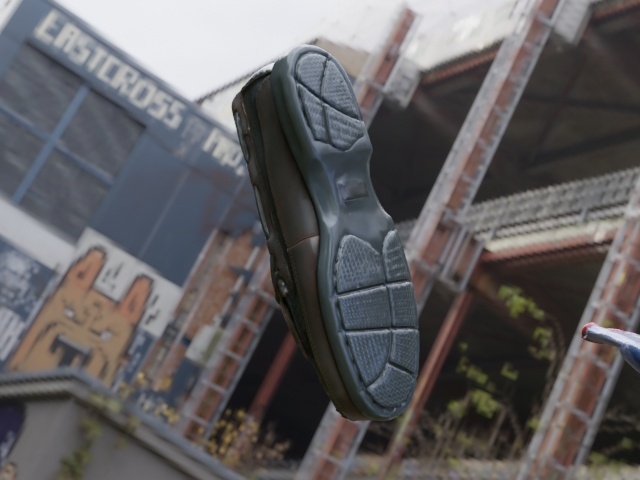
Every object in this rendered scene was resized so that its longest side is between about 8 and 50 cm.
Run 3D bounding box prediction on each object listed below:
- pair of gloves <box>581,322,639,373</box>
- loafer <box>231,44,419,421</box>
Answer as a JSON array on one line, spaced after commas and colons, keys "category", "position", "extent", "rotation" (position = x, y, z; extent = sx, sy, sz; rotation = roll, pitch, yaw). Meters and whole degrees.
[{"category": "pair of gloves", "position": [0.248, 0.076, 0.755], "extent": [0.198, 0.023, 0.159], "rotation": [12, 5, -25]}, {"category": "loafer", "position": [0.000, 0.000, 0.919], "extent": [0.084, 0.267, 0.096], "rotation": [-21, -14, 40]}]
